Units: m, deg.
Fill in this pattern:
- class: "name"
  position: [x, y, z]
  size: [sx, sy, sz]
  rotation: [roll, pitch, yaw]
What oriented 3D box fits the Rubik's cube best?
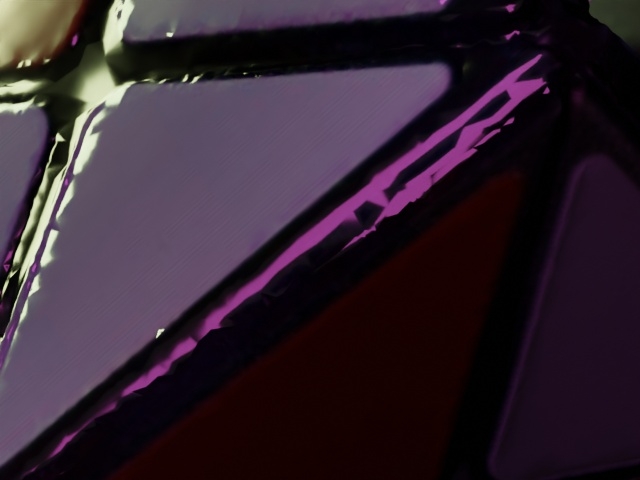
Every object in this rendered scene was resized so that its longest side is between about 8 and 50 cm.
- class: "Rubik's cube"
  position: [0.000, 0.000, 0.604]
  size: [0.250, 0.246, 0.248]
  rotation: [-40, 46, 13]
